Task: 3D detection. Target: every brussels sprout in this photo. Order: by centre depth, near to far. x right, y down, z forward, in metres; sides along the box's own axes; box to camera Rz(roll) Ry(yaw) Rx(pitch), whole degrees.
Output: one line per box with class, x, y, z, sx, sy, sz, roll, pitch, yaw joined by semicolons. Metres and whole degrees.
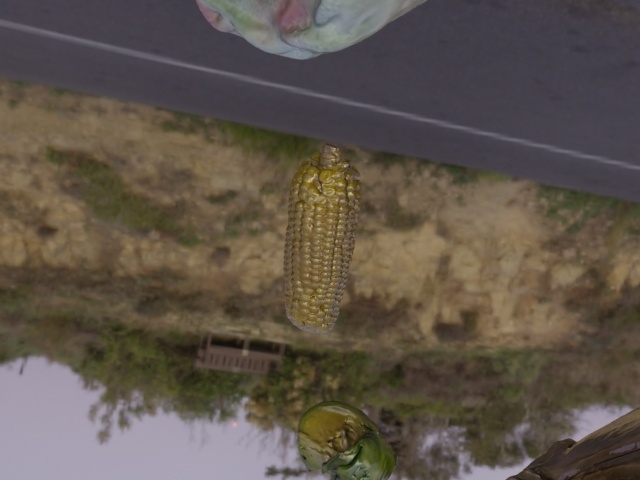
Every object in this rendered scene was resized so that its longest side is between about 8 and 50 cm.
brussels sprout;0.016;0.120;0.465;0.051;0.046;0.083;19;-178;-17

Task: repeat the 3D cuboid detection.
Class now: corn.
corn;0.000;0.000;1.075;0.097;0.261;0.097;6;-157;-2

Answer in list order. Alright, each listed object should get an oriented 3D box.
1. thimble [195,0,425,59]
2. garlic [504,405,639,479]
thimble;-0.008;-0.199;0.367;0.185;0.149;0.211;15;140;60
garlic;0.280;0.185;0.637;0.279;0.132;0.325;-31;175;-37
